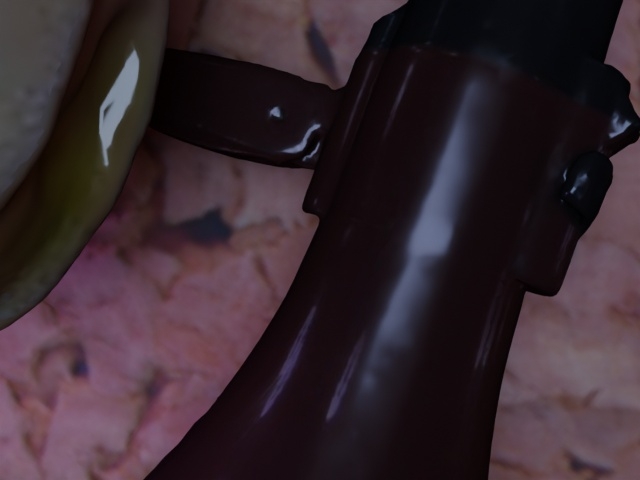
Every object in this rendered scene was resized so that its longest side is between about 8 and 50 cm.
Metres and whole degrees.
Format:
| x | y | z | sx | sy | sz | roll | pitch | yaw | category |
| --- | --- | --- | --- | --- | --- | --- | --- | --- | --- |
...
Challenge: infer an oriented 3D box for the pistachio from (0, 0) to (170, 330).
| x | y | z | sx | sy | sz | roll | pitch | yaw | category |
| --- | --- | --- | --- | --- | --- | --- | --- | --- | --- |
| -0.251 | -0.157 | 0.358 | 0.365 | 0.281 | 0.445 | -20 | 88 | 13 | pistachio |

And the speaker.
| x | y | z | sx | sy | sz | roll | pitch | yaw | category |
| --- | --- | --- | --- | --- | --- | --- | --- | --- | --- |
| 0.011 | 0.016 | 0.434 | 0.259 | 0.198 | 0.329 | 8 | 79 | 46 | speaker |
